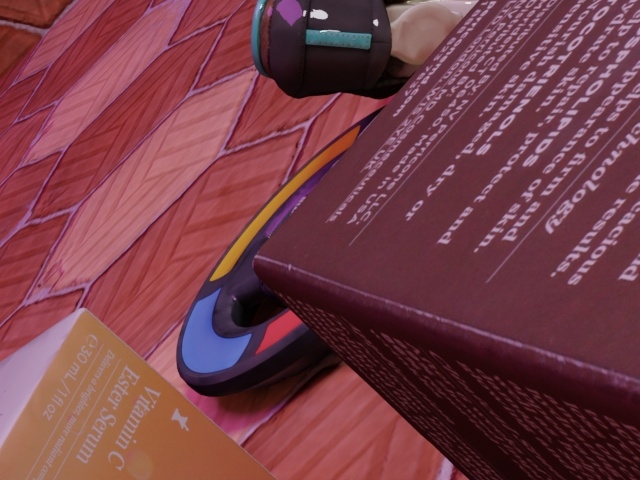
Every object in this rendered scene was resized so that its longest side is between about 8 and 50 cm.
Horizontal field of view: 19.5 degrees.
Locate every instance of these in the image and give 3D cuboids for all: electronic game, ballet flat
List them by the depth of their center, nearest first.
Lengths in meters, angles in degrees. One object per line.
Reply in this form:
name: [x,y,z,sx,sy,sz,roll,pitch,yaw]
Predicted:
electronic game: [0.000,0.000,1.088,0.229,0.048,0.229,-40,19,16]
ballet flat: [0.050,-0.129,1.160,0.096,0.095,0.280,5,15,20]

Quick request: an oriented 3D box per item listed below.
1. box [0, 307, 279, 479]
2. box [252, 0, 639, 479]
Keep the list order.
box: [-0.089,0.139,0.787,0.091,0.170,0.130,-33,22,38]
box: [0.140,0.036,0.472,0.143,0.191,0.381,-48,19,-7]
